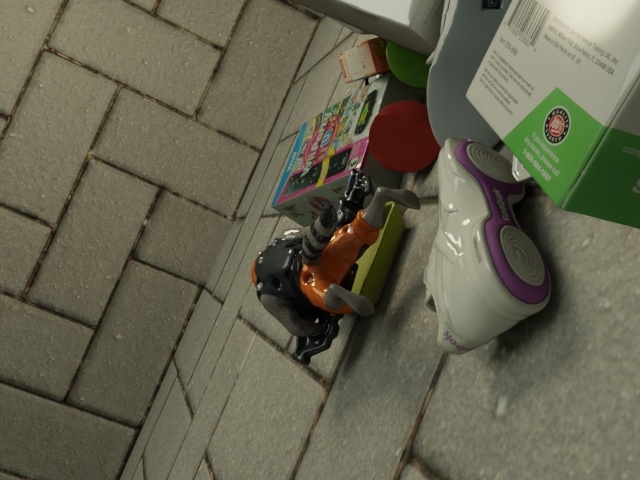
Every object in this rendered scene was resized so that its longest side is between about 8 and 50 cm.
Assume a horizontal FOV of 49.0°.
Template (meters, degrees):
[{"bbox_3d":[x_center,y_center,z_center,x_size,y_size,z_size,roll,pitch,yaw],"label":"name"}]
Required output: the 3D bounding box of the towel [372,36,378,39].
[{"bbox_3d":[0.151,-0.501,1.827,0.152,0.023,0.113,-40,31,55],"label":"towel"}]

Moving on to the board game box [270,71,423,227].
[{"bbox_3d":[0.048,-0.167,1.382,0.303,0.097,0.224,-19,46,55],"label":"board game box"}]

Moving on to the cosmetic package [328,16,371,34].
[{"bbox_3d":[0.073,-0.566,1.506,0.161,0.230,0.453,-60,-5,22],"label":"cosmetic package"}]

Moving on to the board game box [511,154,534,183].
[{"bbox_3d":[0.324,-0.271,0.635,0.390,0.050,0.390,157,124,-69],"label":"board game box"}]

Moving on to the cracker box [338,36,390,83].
[{"bbox_3d":[0.139,-0.368,1.374,0.232,0.156,0.067,-151,43,-76],"label":"cracker box"}]

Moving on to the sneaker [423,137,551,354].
[{"bbox_3d":[0.160,-0.007,0.799,0.152,0.114,0.305,-53,19,36],"label":"sneaker"}]

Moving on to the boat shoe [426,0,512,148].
[{"bbox_3d":[0.219,-0.301,0.952,0.156,0.136,0.367,-46,-41,-69],"label":"boat shoe"}]

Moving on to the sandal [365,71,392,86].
[{"bbox_3d":[0.131,-0.367,1.602,0.254,0.054,0.097,-70,15,-15],"label":"sandal"}]

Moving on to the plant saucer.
[{"bbox_3d":[0.075,0.037,1.173,0.188,0.045,0.188,-69,15,-11],"label":"plant saucer"}]

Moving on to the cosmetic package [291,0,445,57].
[{"bbox_3d":[0.083,-0.455,1.117,0.385,0.156,0.217,32,99,36],"label":"cosmetic package"}]

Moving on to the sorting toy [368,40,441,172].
[{"bbox_3d":[0.173,-0.282,1.208,0.126,0.127,0.365,46,-124,-81],"label":"sorting toy"}]

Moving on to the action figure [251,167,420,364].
[{"bbox_3d":[0.000,0.000,1.071,0.330,0.178,0.341,-23,47,54],"label":"action figure"}]

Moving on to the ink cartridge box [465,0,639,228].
[{"bbox_3d":[0.249,-0.181,0.514,0.211,0.121,0.289,-104,31,-55],"label":"ink cartridge box"}]
